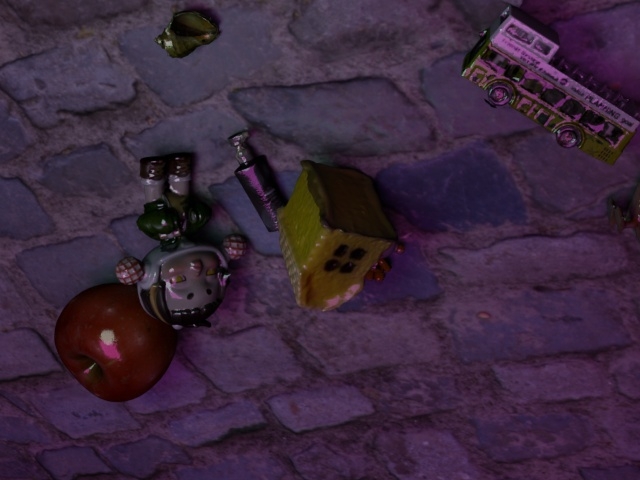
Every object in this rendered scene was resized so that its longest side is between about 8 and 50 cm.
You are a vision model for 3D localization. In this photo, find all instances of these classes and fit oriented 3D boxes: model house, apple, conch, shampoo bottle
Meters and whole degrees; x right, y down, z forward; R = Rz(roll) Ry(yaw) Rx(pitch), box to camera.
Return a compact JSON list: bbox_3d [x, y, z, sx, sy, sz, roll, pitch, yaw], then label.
[{"bbox_3d":[0.000,0.000,1.549,0.175,0.193,0.234,15,127,-33],"label":"model house"},{"bbox_3d":[-0.430,0.215,1.775,0.260,0.216,0.260,20,130,25],"label":"apple"},{"bbox_3d":[-0.245,-0.378,1.503,0.121,0.074,0.089,-11,151,-2],"label":"conch"},{"bbox_3d":[-0.121,-0.117,1.621,0.063,0.057,0.207,-17,112,23],"label":"shampoo bottle"}]

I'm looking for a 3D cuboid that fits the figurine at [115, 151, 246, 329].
[{"bbox_3d":[-0.288,0.012,1.662,0.167,0.281,0.370,12,111,56],"label":"figurine"}]

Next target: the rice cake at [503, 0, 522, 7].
[{"bbox_3d":[0.209,-0.486,1.337,0.298,0.050,0.106,24,122,2],"label":"rice cake"}]

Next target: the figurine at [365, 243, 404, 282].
[{"bbox_3d":[0.105,0.023,1.634,0.101,0.068,0.143,27,134,-6],"label":"figurine"}]

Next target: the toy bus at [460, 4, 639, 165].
[{"bbox_3d":[0.391,-0.256,1.382,0.302,0.113,0.139,31,121,-5],"label":"toy bus"}]

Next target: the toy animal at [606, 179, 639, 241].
[{"bbox_3d":[0.606,-0.040,1.457,0.179,0.089,0.188,-11,109,4],"label":"toy animal"}]
